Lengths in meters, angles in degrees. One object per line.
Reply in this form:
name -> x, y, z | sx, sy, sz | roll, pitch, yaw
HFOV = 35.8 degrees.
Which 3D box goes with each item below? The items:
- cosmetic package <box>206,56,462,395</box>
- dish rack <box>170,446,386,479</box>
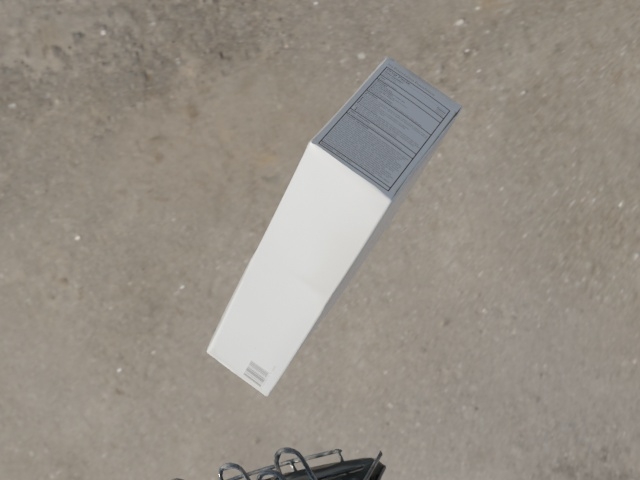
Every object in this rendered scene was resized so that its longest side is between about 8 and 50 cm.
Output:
cosmetic package -> 0.000, 0.000, 0.642 | 0.060, 0.099, 0.239 | 36, 140, 6
dish rack -> -0.086, 0.174, 0.504 | 0.208, 0.271, 0.074 | -21, 99, 27
